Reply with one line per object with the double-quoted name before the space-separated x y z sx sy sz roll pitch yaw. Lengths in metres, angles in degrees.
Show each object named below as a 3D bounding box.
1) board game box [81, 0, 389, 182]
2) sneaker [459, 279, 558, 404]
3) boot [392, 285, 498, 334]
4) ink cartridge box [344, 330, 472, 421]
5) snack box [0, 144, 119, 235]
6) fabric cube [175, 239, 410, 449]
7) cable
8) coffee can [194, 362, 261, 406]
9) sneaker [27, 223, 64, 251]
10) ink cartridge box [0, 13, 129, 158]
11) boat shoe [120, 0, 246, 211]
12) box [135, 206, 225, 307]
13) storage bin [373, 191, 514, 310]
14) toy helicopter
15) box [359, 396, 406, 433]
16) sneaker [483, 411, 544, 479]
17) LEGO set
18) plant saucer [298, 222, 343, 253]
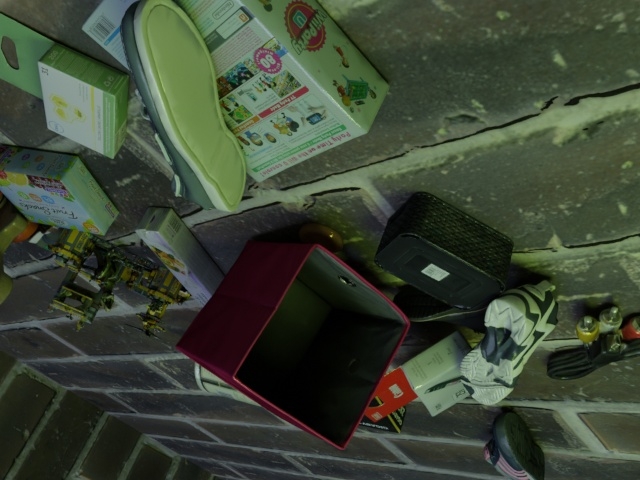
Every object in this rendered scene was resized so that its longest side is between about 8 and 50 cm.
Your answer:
"board game box" -0.102 -0.226 0.753 0.303 0.097 0.224 43 144 -26
"sneaker" 0.319 0.158 1.000 0.094 0.153 0.234 34 134 39
"boot" 0.240 0.137 1.104 0.198 0.076 0.137 -8 142 41
"ink cartridge box" 0.192 0.293 1.190 0.239 0.060 0.275 -32 150 1
"snack box" -0.539 -0.099 1.234 0.207 0.070 0.174 11 148 20
"fabric cube" -0.050 0.170 1.095 0.254 0.259 0.258 40 161 -26
"cable" 0.483 0.182 1.059 0.140 0.072 0.287 0 157 4
"coffee can" -0.119 0.283 1.417 0.276 0.201 0.201 9 146 21
"sneaker" -0.596 -0.015 1.409 0.086 0.064 0.192 34 147 -31
"ink cartridge box" -0.422 -0.242 0.968 0.235 0.056 0.171 24 149 -6
"boat shoe" -0.175 -0.143 0.727 0.099 0.116 0.319 9 151 15
"box" -0.271 0.057 1.304 0.063 0.067 0.324 4 144 29
"storage bin" 0.189 0.021 0.947 0.180 0.084 0.122 27 148 -9
"toy helicopter" -0.712 0.036 1.279 0.355 0.235 0.140 47 173 47
"box" 0.033 0.389 1.598 0.322 0.079 0.257 3 141 29
"sneaker" 0.446 0.510 1.487 0.131 0.112 0.319 -5 137 33
"LEGO set" -0.469 0.125 1.370 0.332 0.192 0.255 28 161 -14
"plant saucer" 0.000 0.000 1.100 0.084 0.013 0.083 17 148 11
